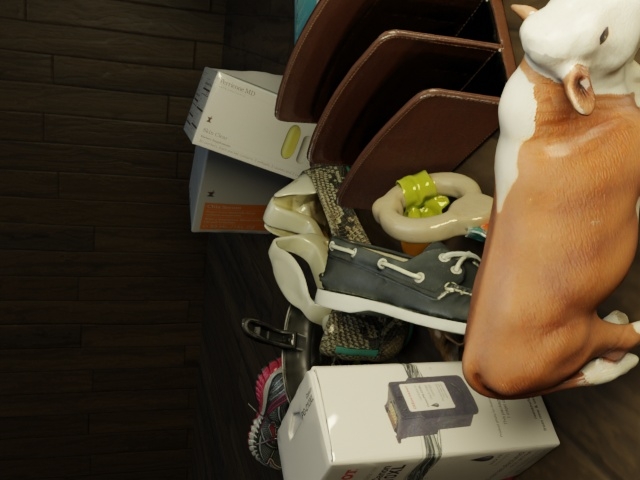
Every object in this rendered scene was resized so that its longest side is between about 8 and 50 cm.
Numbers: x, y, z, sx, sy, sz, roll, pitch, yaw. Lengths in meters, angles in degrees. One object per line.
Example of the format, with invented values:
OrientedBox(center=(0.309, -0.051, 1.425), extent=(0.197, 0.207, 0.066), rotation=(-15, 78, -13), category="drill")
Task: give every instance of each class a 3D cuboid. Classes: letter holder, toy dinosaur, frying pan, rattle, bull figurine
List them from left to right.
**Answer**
OrientedBox(center=(-0.035, 0.142, 1.025), extent=(0.326, 0.053, 0.197), rotation=(72, -158, -48), category="frying pan")
OrientedBox(center=(0.069, -0.165, 0.813), extent=(0.302, 0.214, 0.152), rotation=(130, 138, -63), category="letter holder")
OrientedBox(center=(0.145, 0.090, 0.798), extent=(0.211, 0.064, 0.112), rotation=(-105, 23, -43), category="toy dinosaur")
OrientedBox(center=(0.159, 0.004, 0.759), extent=(0.199, 0.130, 0.143), rotation=(22, 123, 44), category="rattle")
OrientedBox(center=(0.190, -0.024, 0.457), extent=(0.101, 0.188, 0.310), rotation=(-121, 37, -59), category="bull figurine")

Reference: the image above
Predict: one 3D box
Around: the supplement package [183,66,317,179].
OrientedBox(center=(-0.124, -0.235, 1.315), extent=(0.145, 0.261, 0.204), rotation=(-69, 21, 10), category="supplement package")

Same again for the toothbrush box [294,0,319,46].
OrientedBox(center=(0.039, -0.438, 1.080), extent=(0.216, 0.126, 0.296), rotation=(156, 114, -72), category="toothbrush box")

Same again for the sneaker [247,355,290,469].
OrientedBox(center=(-0.084, 0.403, 1.423), extent=(0.112, 0.121, 0.299), rotation=(31, 131, 36), category="sneaker")

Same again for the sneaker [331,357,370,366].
OrientedBox(center=(0.054, 0.205, 1.072), extent=(0.075, 0.063, 0.170), rotation=(162, 114, -78), category="sneaker")

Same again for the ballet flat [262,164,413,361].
OrientedBox(center=(0.000, 0.000, 1.070), extent=(0.483, 0.182, 0.164), rotation=(-108, 25, -48), category="ballet flat")

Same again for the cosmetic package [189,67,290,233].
OrientedBox(center=(-0.195, -0.205, 1.636), extent=(0.453, 0.230, 0.162), rotation=(114, 151, -52), category="cosmetic package")

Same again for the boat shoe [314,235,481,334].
OrientedBox(center=(0.115, 0.045, 0.683), extent=(0.302, 0.114, 0.091), rotation=(6, 87, 38), category="boat shoe")

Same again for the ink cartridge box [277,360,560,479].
OrientedBox(center=(0.089, 0.207, 0.671), extent=(0.172, 0.237, 0.100), rotation=(112, 154, -48), category="ink cartridge box")
